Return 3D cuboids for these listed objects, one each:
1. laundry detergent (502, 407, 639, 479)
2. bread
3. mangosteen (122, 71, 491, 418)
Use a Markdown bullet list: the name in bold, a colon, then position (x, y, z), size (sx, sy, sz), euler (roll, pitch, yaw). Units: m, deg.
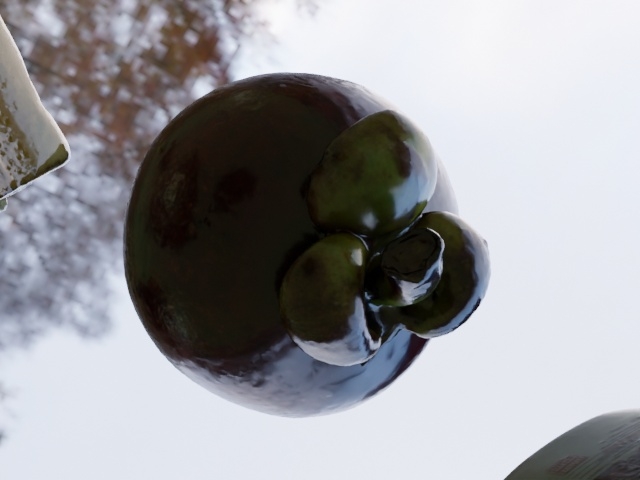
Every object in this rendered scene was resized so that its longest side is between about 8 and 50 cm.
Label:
- **laundry detergent**: position (0.284, 0.220, 1.262), size (0.398, 0.264, 0.124), euler (-5, -71, 62)
- **bread**: position (-0.227, -0.080, 0.972), size (0.085, 0.134, 0.173), euler (-19, -80, 36)
- **mangosteen**: position (0.000, 0.000, 1.039), size (0.257, 0.215, 0.215), euler (-6, -115, 61)
